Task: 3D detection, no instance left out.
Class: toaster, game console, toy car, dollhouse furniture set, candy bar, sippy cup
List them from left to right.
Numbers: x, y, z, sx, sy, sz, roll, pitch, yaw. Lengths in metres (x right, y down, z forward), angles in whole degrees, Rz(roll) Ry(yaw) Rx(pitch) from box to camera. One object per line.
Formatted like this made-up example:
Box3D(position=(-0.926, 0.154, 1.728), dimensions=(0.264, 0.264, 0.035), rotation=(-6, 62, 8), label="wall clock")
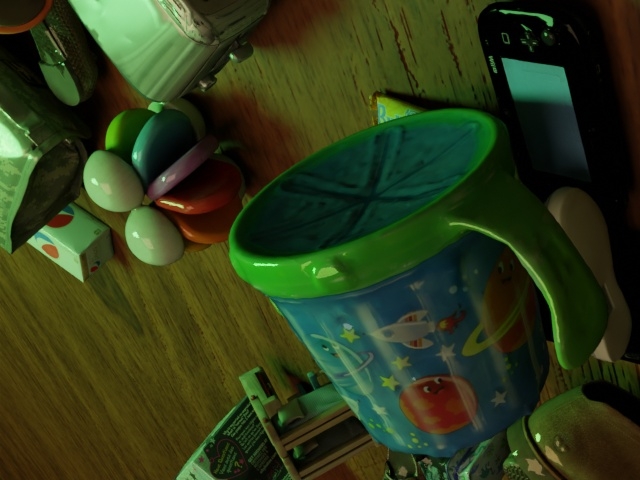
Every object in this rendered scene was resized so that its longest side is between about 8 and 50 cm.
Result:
Box3D(position=(-0.149, -0.250, 0.987), dimensions=(0.227, 0.129, 0.146), rotation=(56, 144, -7), label="toaster")
Box3D(position=(-0.155, -0.070, 1.174), dimensions=(0.136, 0.159, 0.182), rotation=(-11, 119, 52), label="toy car")
Box3D(position=(-0.026, 0.208, 1.434), dimensions=(0.129, 0.129, 0.183), rotation=(67, 172, -32), label="dollhouse furniture set")
Box3D(position=(0.076, 0.044, 0.869), dimensions=(0.305, 0.240, 0.224), rotation=(-110, -5, -67), label="sippy cup")
Box3D(position=(0.096, -0.098, 0.950), dimensions=(0.161, 0.018, 0.040), rotation=(31, 141, 48), label="candy bar")
Box3D(position=(0.203, -0.041, 0.909), dimensions=(0.213, 0.044, 0.361), rotation=(12, 136, 41), label="game console")

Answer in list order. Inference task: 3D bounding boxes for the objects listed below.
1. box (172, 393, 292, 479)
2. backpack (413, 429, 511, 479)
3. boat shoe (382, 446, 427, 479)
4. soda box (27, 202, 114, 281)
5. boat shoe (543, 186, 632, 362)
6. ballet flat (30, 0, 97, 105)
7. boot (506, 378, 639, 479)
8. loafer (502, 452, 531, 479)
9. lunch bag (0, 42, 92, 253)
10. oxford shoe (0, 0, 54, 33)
Box3D(position=(-0.131, 0.359, 1.660), dimensions=(0.142, 0.163, 0.247), rotation=(40, 149, 3), label="box")
Box3D(position=(0.170, 0.255, 1.244), dimensions=(0.084, 0.105, 0.114), rotation=(23, 148, 33), label="backpack")
Box3D(position=(0.116, 0.320, 1.420), dimensions=(0.066, 0.066, 0.183), rotation=(18, 141, 35), label="boat shoe")
Box3D(position=(-0.415, -0.032, 1.612), dimensions=(0.216, 0.069, 0.074), rotation=(32, 147, 18), label="soda box")
Box3D(position=(0.209, 0.028, 0.892), dimensions=(0.063, 0.066, 0.184), rotation=(10, 146, 41), label="boat shoe")
Box3D(position=(-0.309, -0.273, 1.221), dimensions=(0.084, 0.058, 0.250), rotation=(13, 133, 36), label="ballet flat")
Box3D(position=(0.334, 0.255, 1.064), dimensions=(0.305, 0.112, 0.115), rotation=(39, 115, -15), label="boot")
Box3D(position=(0.278, 0.255, 1.177), dimensions=(0.148, 0.050, 0.056), rotation=(17, 144, 13), label="loafer")
Box3D(position=(-0.427, -0.151, 1.386), dimensions=(0.235, 0.169, 0.287), rotation=(43, 154, 1), label="lunch bag")
Box3D(position=(-0.330, -0.390, 1.021), dimensions=(0.132, 0.130, 0.363), rotation=(-120, 29, -50), label="oxford shoe")
